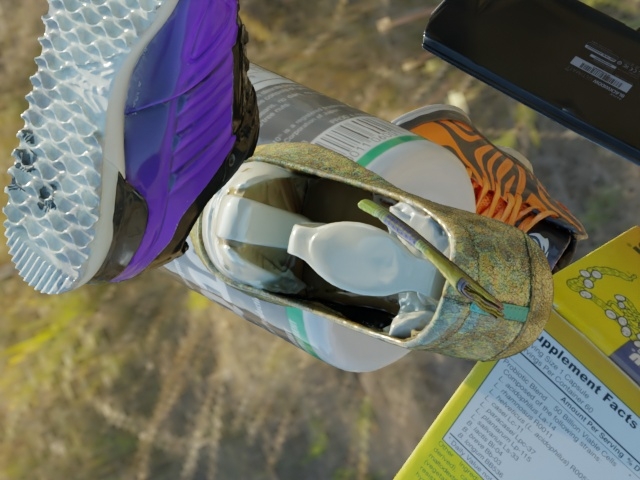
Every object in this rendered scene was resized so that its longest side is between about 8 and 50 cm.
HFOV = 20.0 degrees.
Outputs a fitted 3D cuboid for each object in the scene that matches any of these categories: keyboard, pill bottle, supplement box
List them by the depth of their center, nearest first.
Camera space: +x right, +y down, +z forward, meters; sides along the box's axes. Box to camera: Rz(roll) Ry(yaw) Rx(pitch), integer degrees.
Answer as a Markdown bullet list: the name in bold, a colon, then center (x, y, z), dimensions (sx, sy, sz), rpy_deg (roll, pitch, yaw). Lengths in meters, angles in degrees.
- **keyboard**: center (0.259, -0.158, 1.561), dimensions (0.317, 0.201, 0.033), rpy_deg (31, 150, 19)
- **pill bottle**: center (-0.061, -0.045, 1.583), dimensions (0.361, 0.204, 0.204), rpy_deg (26, 130, 36)
- **supplement box**: center (0.219, 0.195, 1.624), dimensions (0.194, 0.195, 0.356), rpy_deg (44, 127, 16)

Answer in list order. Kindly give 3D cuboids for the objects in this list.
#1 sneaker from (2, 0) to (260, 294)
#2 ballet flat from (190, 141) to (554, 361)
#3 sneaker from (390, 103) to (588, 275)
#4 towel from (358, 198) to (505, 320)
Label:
- **sneaker**: center (-0.091, -0.108, 1.113), dimensions (0.102, 0.146, 0.293), rpy_deg (35, 113, 36)
- **ballet flat**: center (0.000, 0.000, 1.239), dimensions (0.348, 0.123, 0.123), rpy_deg (18, 123, 43)
- **sneaker**: center (0.192, -0.042, 2.003), dimensions (0.180, 0.321, 0.125), rpy_deg (47, 112, 35)
- **towel**: center (0.059, 0.009, 0.951), dimensions (0.083, 0.060, 0.009), rpy_deg (41, 95, 33)
